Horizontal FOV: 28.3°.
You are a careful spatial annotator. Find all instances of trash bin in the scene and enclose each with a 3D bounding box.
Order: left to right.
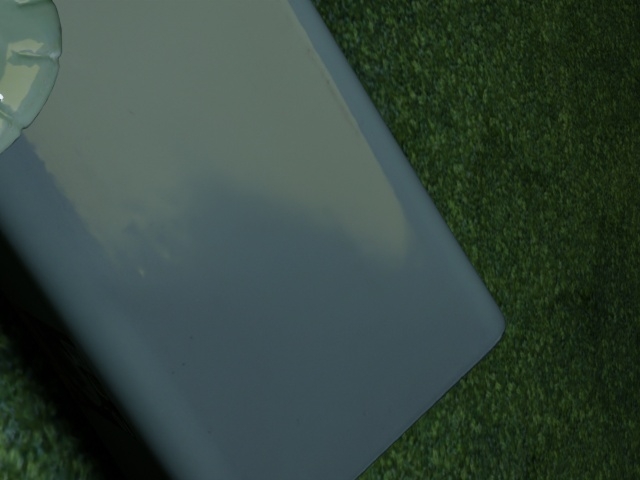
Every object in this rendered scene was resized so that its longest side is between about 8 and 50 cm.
[{"bbox_3d":[-0.081,-0.027,0.705,0.223,0.158,0.343,-41,115,-20],"label":"trash bin"}]

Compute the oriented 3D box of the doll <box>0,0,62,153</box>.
[{"bbox_3d":[-0.236,-0.134,0.443,0.268,0.216,0.284,-21,96,-28],"label":"doll"}]
